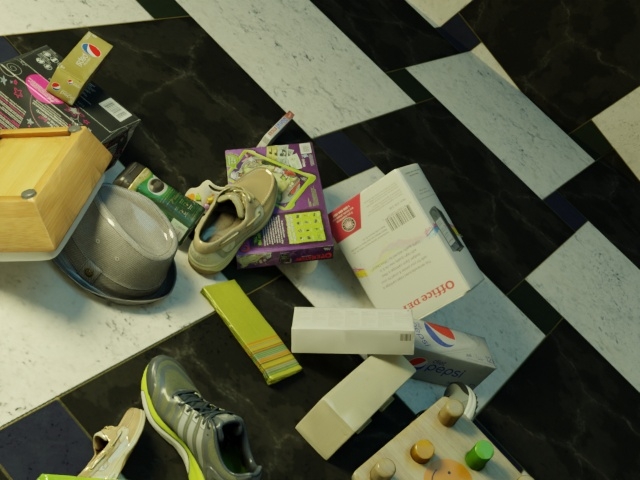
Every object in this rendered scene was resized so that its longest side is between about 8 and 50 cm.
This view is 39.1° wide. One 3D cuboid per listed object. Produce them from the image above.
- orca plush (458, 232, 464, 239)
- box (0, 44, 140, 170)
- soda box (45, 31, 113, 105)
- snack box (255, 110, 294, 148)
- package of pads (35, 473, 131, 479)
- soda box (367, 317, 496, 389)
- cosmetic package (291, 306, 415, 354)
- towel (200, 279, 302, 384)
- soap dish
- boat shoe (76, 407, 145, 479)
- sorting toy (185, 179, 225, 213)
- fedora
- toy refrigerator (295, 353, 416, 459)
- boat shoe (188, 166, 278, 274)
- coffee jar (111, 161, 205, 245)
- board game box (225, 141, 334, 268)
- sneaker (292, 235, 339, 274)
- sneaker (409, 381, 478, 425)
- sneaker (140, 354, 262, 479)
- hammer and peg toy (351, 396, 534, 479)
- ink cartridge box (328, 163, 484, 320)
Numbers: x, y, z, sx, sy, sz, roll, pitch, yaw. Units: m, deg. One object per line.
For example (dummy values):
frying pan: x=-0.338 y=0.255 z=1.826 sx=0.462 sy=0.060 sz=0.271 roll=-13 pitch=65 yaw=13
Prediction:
orca plush: x=0.265 y=-0.088 z=2.374 sx=0.287 sy=0.102 sz=0.151 roll=32 pitch=34 yaw=-10
box: x=-0.515 y=-0.241 z=1.781 sx=0.247 sy=0.142 sz=0.163 roll=39 pitch=31 yaw=-1
soda box: x=-0.467 y=-0.337 z=1.753 sx=0.058 sy=0.061 sz=0.181 roll=31 pitch=32 yaw=-14
snack box: x=-0.115 y=-0.269 z=2.262 sx=0.022 sy=0.064 sz=0.178 roll=37 pitch=33 yaw=-2
package of pads: x=-0.253 y=0.451 z=1.241 sx=0.296 sy=0.101 sz=0.229 roll=14 pitch=39 yaw=-32
soda box: x=0.238 y=0.243 z=1.959 sx=0.286 sy=0.098 sz=0.091 roll=17 pitch=39 yaw=-28
cosmetic package: x=0.064 y=0.179 z=1.785 sx=0.239 sy=0.060 sz=0.099 roll=1 pitch=23 yaw=2
towel: x=-0.135 y=0.175 z=1.758 sx=0.237 sy=0.021 sz=0.102 roll=51 pitch=30 yaw=19
soap dish: x=-0.512 y=-0.088 z=1.535 sx=0.228 sy=0.118 sz=0.291 roll=-1 pitch=36 yaw=10
boat shoe: x=-0.320 y=0.312 z=1.376 sx=0.059 sy=0.063 sz=0.170 roll=37 pitch=34 yaw=-13
sorting toy: x=-0.236 y=-0.096 z=1.931 sx=0.083 sy=0.075 sz=0.045 roll=19 pitch=38 yaw=-26
fedora: x=-0.369 y=-0.012 z=1.660 sx=0.275 sy=0.124 sz=0.243 roll=45 pitch=33 yaw=10
toy refrigerator: x=0.076 y=0.305 z=1.727 sx=0.094 sy=0.102 sz=0.269 roll=45 pitch=33 yaw=10
boat shoe: x=-0.172 y=-0.062 z=1.855 sx=0.109 sy=0.098 sz=0.302 roll=26 pitch=50 yaw=11
coffee jar: x=-0.331 y=-0.076 z=1.814 sx=0.184 sy=0.079 sz=0.096 roll=36 pitch=36 yaw=-6
board game box: x=-0.097 y=-0.085 z=1.989 sx=0.208 sy=0.056 sz=0.347 roll=-3 pitch=45 yaw=-8
sneaker: x=0.000 y=0.000 z=2.035 sx=0.115 sy=0.090 sz=0.232 roll=35 pitch=36 yaw=-21
sneaker: x=0.242 y=0.365 z=1.820 sx=0.108 sy=0.100 sz=0.271 roll=34 pitch=33 yaw=2
sneaker: x=-0.184 y=0.301 z=1.465 sx=0.111 sy=0.121 sz=0.300 roll=-12 pitch=58 yaw=-50
hammer and peg toy: x=0.256 y=0.480 z=1.587 sx=0.266 sy=0.127 sz=0.361 roll=-32 pitch=69 yaw=-29
ink cartridge box: x=0.184 y=0.016 z=1.998 sx=0.306 sy=0.226 sz=0.131 roll=60 pitch=29 yaw=3
